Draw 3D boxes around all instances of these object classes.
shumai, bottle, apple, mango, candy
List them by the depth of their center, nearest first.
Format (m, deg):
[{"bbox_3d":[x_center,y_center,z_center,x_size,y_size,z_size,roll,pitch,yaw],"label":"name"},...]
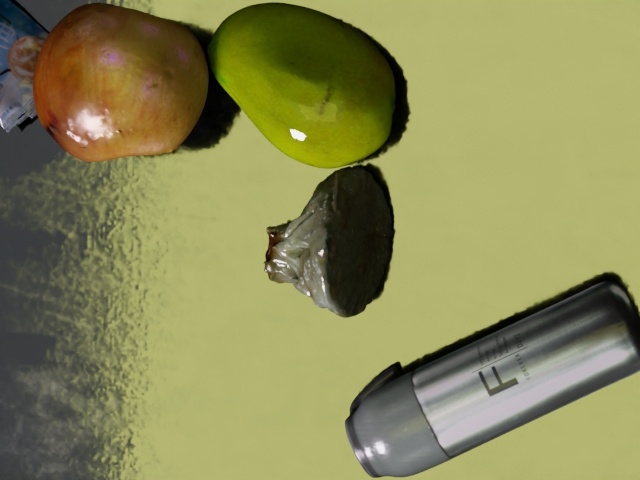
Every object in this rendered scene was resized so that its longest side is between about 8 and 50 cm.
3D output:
[{"bbox_3d":[-0.009,-0.132,1.324,0.117,0.089,0.163,-38,77,-13],"label":"mango"},{"bbox_3d":[-0.165,-0.124,1.329,0.146,0.146,0.147,1,94,9],"label":"apple"},{"bbox_3d":[0.141,0.111,1.330,0.253,0.079,0.096,-27,51,10],"label":"bottle"},{"bbox_3d":[0.001,0.001,1.344,0.087,0.099,0.124,2,62,34],"label":"shumai"},{"bbox_3d":[-0.278,-0.164,1.401,0.088,0.038,0.136,-45,93,-4],"label":"candy"}]
